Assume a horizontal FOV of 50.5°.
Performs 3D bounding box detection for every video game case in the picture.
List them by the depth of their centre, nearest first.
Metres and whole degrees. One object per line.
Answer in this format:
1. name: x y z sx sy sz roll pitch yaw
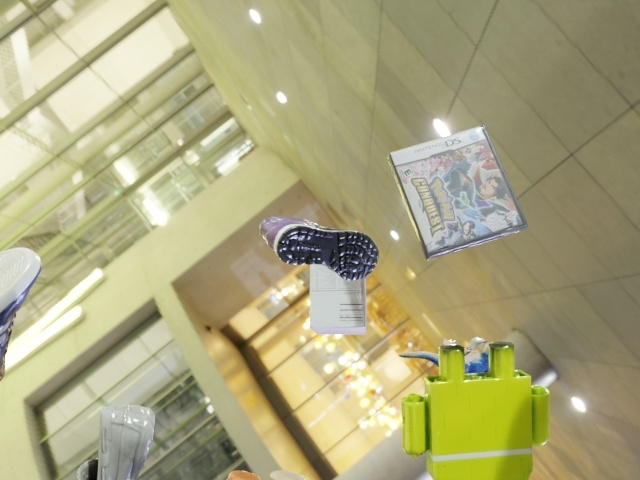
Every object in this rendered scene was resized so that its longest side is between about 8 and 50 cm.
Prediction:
1. video game case: 0.318 -0.117 1.595 0.035 0.248 0.275 90 162 -72

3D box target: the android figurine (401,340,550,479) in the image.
1. android figurine: 0.254 0.301 1.094 0.056 0.248 0.273 -146 52 -81

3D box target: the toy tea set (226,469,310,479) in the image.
1. toy tea set: -0.025 0.510 1.214 0.335 0.124 0.200 15 177 12

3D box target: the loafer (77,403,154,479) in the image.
1. loafer: -0.399 0.447 1.268 0.111 0.320 0.112 15 -168 -15

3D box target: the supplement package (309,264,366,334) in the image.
1. supplement package: 0.050 0.147 1.853 0.194 0.149 0.203 71 -161 -75

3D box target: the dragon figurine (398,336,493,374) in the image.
1. dragon figurine: 0.293 0.281 1.398 0.085 0.289 0.144 15 103 56

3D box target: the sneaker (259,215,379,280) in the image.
1. sneaker: 0.000 0.000 1.444 0.283 0.107 0.124 18 -169 -38

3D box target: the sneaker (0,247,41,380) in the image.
1. sneaker: -0.615 0.172 1.249 0.131 0.350 0.148 38 175 40
